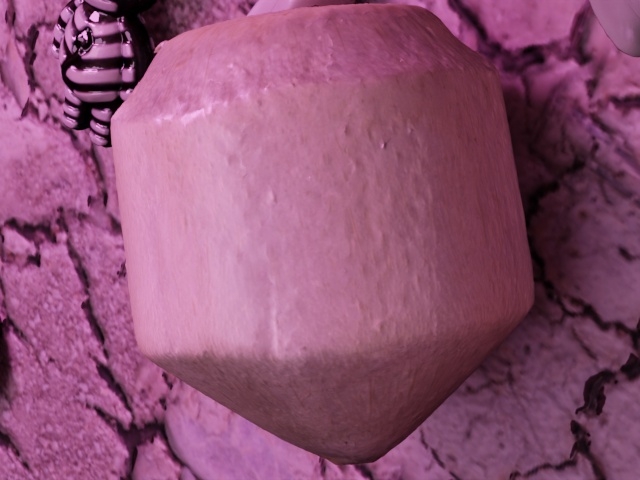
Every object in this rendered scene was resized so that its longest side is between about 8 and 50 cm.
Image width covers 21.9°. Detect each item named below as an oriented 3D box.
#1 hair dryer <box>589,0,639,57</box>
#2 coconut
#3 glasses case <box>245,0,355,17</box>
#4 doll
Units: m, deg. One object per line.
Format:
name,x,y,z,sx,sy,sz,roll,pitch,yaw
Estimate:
hair dryer,0.177,-0.223,0.814,0.206,0.075,0.237,-19,103,49
coconut,0.000,0.000,0.952,0.237,0.237,0.265,-10,92,44
glasses case,-0.031,-0.119,1.067,0.041,0.063,0.164,54,130,21
doll,-0.144,-0.170,1.158,0.091,0.067,0.219,32,127,29
